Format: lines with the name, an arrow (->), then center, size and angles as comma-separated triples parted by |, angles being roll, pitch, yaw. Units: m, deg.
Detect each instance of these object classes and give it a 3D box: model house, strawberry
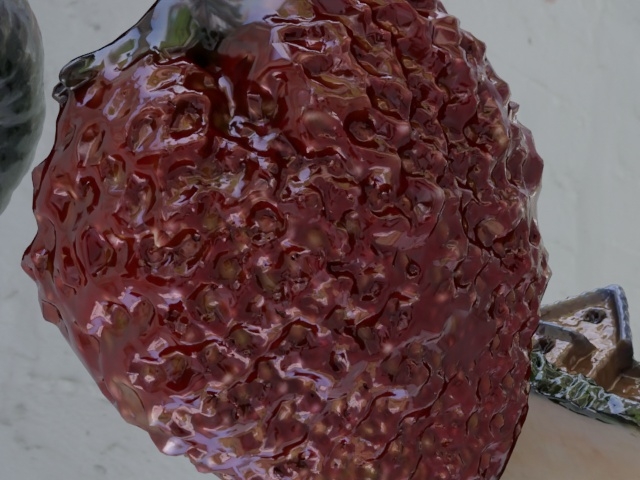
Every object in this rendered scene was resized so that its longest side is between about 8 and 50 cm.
model house -> 0.224, 0.126, 0.777 | 0.172, 0.183, 0.166 | -36, -54, -34
strawberry -> 0.002, 0.001, 0.536 | 0.261, 0.257, 0.261 | -33, -32, -24

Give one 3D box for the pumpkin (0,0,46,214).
pumpkin -> -0.340, -0.095, 0.799 | 0.300, 0.207, 0.300 | -45, -26, -29
